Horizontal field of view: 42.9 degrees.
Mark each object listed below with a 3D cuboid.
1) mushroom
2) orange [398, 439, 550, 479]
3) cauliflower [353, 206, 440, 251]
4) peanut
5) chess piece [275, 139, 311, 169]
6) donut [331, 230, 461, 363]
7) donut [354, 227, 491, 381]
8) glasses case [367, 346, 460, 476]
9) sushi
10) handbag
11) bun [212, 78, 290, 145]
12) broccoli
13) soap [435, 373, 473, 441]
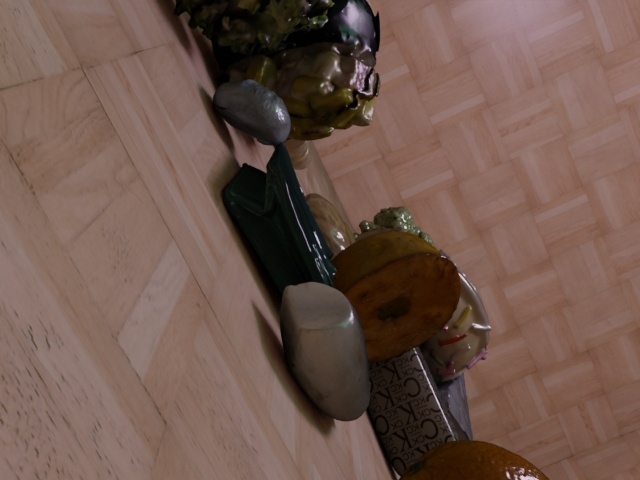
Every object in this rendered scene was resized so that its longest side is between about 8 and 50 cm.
[{"bbox_3d":[0.016,0.173,1.073,0.118,0.103,0.270,-100,176,-45],"label":"mushroom"},{"bbox_3d":[0.193,0.381,1.023,0.264,0.264,0.264,-24,90,-84],"label":"orange"},{"bbox_3d":[0.147,0.034,2.040,0.327,0.260,0.281,4,32,-42],"label":"cauliflower"},{"bbox_3d":[0.014,0.018,1.592,0.196,0.110,0.233,68,8,24],"label":"peanut"},{"bbox_3d":[-0.063,-0.236,2.058,0.170,0.094,0.094,60,7,-73],"label":"chess piece"},{"bbox_3d":[0.115,0.096,1.462,0.108,0.278,0.277,59,0,42],"label":"donut"},{"bbox_3d":[0.184,0.149,1.746,0.383,0.142,0.382,35,-31,25],"label":"donut"},{"bbox_3d":[0.149,0.286,1.560,0.085,0.137,0.354,42,22,-61],"label":"glasses case"},{"bbox_3d":[-0.040,-0.323,1.616,0.328,0.328,0.285,112,-31,-79],"label":"sushi"},{"bbox_3d":[-0.051,-0.015,1.248,0.326,0.089,0.238,-94,159,-77],"label":"handbag"},{"bbox_3d":[-0.108,-0.220,1.353,0.141,0.083,0.141,29,-3,2],"label":"bun"},{"bbox_3d":[-0.089,-0.475,1.331,0.293,0.347,0.281,39,2,-5],"label":"broccoli"},{"bbox_3d":[0.223,0.340,1.752,0.302,0.159,0.257,-94,158,-51],"label":"soap"}]
